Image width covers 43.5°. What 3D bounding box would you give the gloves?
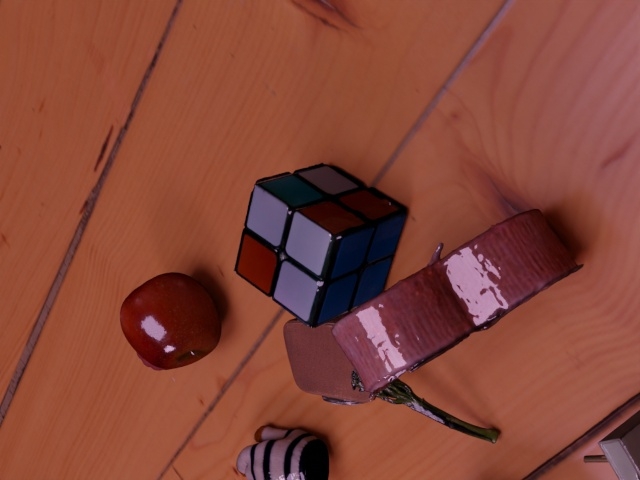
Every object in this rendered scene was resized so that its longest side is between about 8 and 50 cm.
[{"bbox_3d":[-0.085,0.422,1.478,0.219,0.131,0.140,-15,91,34],"label":"gloves"}]

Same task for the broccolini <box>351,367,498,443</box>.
[{"bbox_3d":[0.156,0.247,1.215,0.239,0.054,0.051,23,152,11],"label":"broccolini"}]

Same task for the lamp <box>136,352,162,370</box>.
[{"bbox_3d":[-0.327,0.214,1.647,0.108,0.092,0.107,1,101,5],"label":"lamp"}]

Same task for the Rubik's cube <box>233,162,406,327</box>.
[{"bbox_3d":[0.000,0.001,1.228,0.180,0.183,0.167,32,122,28],"label":"Rubik's cube"}]

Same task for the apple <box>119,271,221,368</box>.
[{"bbox_3d":[-0.287,0.155,1.531,0.181,0.181,0.168,-43,66,41],"label":"apple"}]

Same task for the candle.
[{"bbox_3d":[0.172,0.076,1.074,0.317,0.287,0.131,-30,77,0],"label":"candle"}]

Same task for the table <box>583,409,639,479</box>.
[{"bbox_3d":[0.435,0.332,0.997,0.240,0.122,0.111,62,150,8],"label":"table"}]

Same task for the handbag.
[{"bbox_3d":[0.032,0.194,1.337,0.193,0.072,0.151,2,105,40],"label":"handbag"}]
